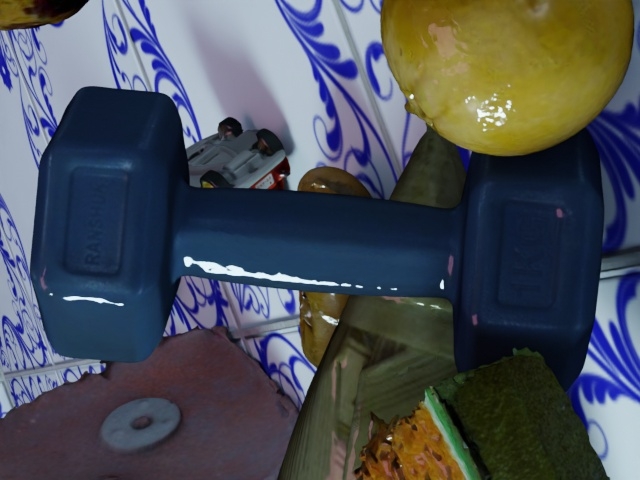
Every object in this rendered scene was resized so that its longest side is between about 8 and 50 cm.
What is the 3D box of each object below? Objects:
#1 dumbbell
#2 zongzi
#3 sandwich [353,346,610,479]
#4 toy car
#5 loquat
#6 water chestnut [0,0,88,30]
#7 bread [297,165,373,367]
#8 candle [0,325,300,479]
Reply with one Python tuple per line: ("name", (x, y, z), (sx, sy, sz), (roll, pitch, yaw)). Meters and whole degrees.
("dumbbell", (0.000, 0.000, 0.916), (0.156, 0.316, 0.143), (90, -174, -59))
("zongzi", (0.053, 0.159, 1.232), (0.500, 0.218, 0.466), (172, 102, -79))
("sandwich", (0.103, 0.168, 0.884), (0.159, 0.079, 0.235), (-7, 108, 63))
("toy car", (-0.071, -0.031, 1.382), (0.139, 0.112, 0.112), (9, 133, 56))
("loquat", (0.095, -0.115, 0.848), (0.141, 0.141, 0.141), (50, 152, 40))
("water chestnut", (-0.188, -0.320, 1.195), (0.302, 0.350, 0.350), (23, 149, 2))
("bread", (0.018, 0.023, 1.231), (0.114, 0.077, 0.189), (-87, 1, -45))
("candle", (-0.158, 0.211, 1.615), (0.287, 0.317, 0.131), (-71, -22, -51))
